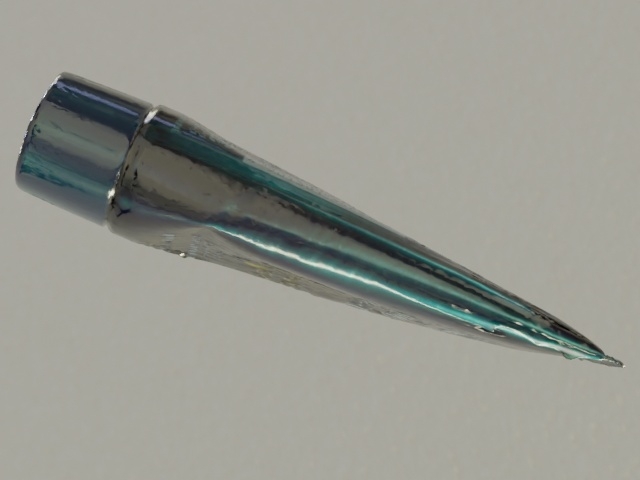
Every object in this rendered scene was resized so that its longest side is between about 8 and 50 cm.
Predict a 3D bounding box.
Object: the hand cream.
[{"bbox_3d":[0.000,0.000,0.709,0.270,0.120,0.061,21,-94,-5],"label":"hand cream"}]
